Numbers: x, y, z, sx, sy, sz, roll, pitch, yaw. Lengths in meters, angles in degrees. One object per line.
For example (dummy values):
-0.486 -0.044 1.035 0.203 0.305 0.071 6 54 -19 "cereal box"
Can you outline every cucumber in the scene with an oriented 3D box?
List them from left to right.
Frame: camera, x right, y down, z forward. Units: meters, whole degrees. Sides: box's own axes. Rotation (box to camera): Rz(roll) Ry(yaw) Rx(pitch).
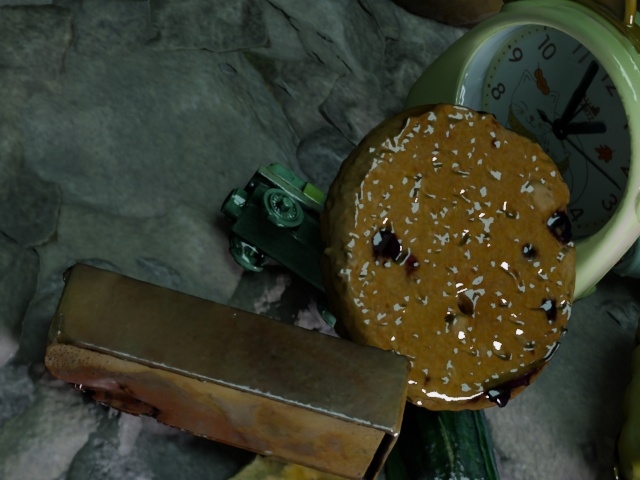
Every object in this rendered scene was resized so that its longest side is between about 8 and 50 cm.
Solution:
0.121 0.198 1.614 0.116 0.062 0.115 10 51 -29 "cucumber"

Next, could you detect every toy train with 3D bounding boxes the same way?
0.000 -0.001 1.664 0.200 0.083 0.132 36 36 -7 "toy train"

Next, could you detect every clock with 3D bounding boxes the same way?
0.252 -0.112 1.716 0.117 0.348 0.286 -18 72 -40 "clock"

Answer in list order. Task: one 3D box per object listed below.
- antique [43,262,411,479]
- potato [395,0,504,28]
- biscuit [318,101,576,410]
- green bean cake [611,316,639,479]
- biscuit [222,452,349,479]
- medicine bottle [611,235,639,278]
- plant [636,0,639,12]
-0.084 0.114 1.471 0.310 0.093 0.087 16 51 -5 "antique"
0.157 -0.313 1.958 0.261 0.120 0.100 22 56 -19 "potato"
0.119 0.017 1.603 0.296 0.075 0.295 6 79 -29 "biscuit"
0.464 0.186 1.719 0.310 0.202 0.285 6 47 20 "green bean cake"
-0.052 0.189 1.520 0.174 0.039 0.183 -7 64 -34 "biscuit"
0.426 0.026 1.891 0.229 0.121 0.083 14 54 -25 "medicine bottle"
0.379 -0.200 1.981 0.234 0.204 0.178 -3 85 -38 "plant"
